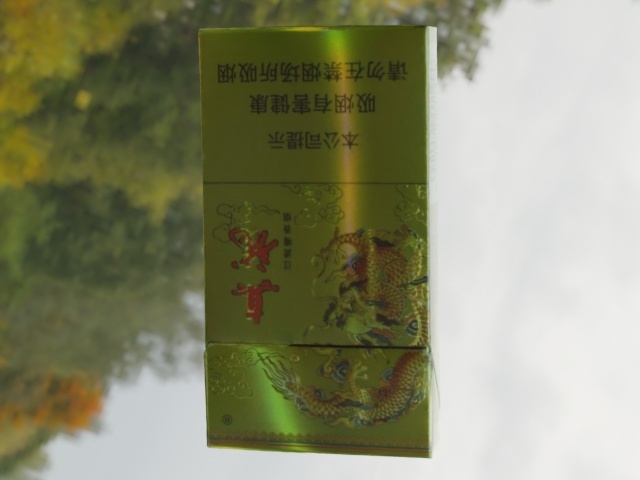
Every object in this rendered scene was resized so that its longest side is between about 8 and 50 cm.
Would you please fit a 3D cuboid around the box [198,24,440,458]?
[{"bbox_3d":[0.000,0.000,1.271,0.043,0.173,0.311,-23,114,-75],"label":"box"}]
